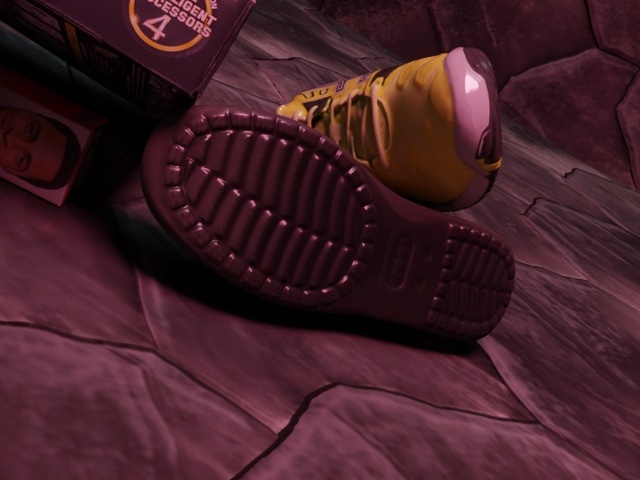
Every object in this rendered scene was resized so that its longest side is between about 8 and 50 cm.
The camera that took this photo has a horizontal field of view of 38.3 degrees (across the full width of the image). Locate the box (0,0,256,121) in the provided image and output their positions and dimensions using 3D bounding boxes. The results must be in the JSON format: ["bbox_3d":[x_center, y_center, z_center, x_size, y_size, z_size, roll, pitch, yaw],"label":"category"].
[{"bbox_3d":[-0.232,-0.222,0.788,0.318,0.097,0.395,30,-2,-11],"label":"box"}]

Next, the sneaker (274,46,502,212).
[{"bbox_3d":[0.040,-0.089,0.881,0.147,0.145,0.385,-6,-1,-21],"label":"sneaker"}]

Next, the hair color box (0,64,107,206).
[{"bbox_3d":[-0.248,-0.092,0.719,0.141,0.072,0.043,26,19,-3],"label":"hair color box"}]

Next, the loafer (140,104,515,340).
[{"bbox_3d":[0.000,0.000,0.776,0.366,0.133,0.130,26,-8,-33],"label":"loafer"}]
